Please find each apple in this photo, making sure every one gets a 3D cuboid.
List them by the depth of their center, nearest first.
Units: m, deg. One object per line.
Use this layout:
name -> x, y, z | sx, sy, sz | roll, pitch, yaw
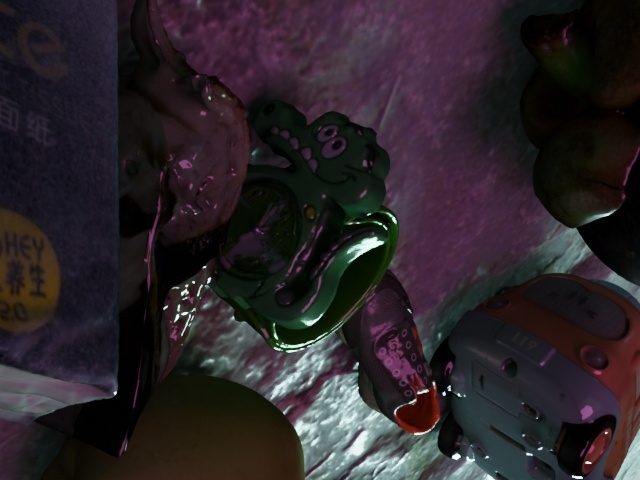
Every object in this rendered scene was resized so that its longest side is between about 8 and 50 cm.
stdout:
apple -> -0.101, 0.192, 0.710 | 0.200, 0.200, 0.200 | -23, 134, -27

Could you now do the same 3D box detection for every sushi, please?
sushi -> -0.109, -0.014, 0.608 | 0.109, 0.134, 0.273 | 1, 105, -58

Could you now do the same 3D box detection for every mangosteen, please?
mangosteen -> 0.319, -0.101, 0.786 | 0.300, 0.300, 0.300 | -23, 134, -27

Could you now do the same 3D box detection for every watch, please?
watch -> 0.000, 0.000, 0.701 | 0.165, 0.131, 0.152 | -53, 150, 3

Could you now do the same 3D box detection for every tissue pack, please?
tissue pack -> -0.172, -0.067, 0.401 | 0.081, 0.257, 0.185 | -20, 152, 28

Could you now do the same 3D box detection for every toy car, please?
toy car -> 0.246, 0.148, 1.001 | 0.212, 0.180, 0.270 | -42, 141, -24

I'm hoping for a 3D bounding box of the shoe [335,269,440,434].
shoe -> 0.067, 0.101, 0.867 | 0.074, 0.077, 0.194 | -34, 138, -17
